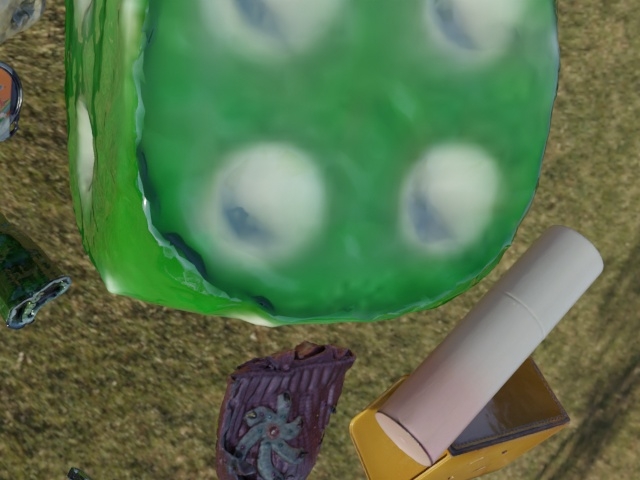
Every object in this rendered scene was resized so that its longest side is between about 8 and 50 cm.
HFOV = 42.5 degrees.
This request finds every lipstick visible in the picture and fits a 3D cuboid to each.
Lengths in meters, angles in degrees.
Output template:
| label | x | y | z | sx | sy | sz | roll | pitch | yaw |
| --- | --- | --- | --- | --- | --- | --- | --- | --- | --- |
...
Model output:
| label | x | y | z | sx | sy | sz | roll | pitch | yaw |
| --- | --- | --- | --- | --- | --- | --- | --- | --- | --- |
| lipstick | 0.204 | 0.118 | 0.974 | 0.327 | 0.087 | 0.087 | -43 | 129 | -19 |

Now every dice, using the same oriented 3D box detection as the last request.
| label | x | y | z | sx | sy | sz | roll | pitch | yaw |
| --- | --- | --- | --- | --- | --- | --- | --- | --- | --- |
| dice | -0.023 | -0.119 | 0.592 | 0.297 | 0.287 | 0.300 | -1 | 107 | -21 |

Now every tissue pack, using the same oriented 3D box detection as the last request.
| label | x | y | z | sx | sy | sz | roll | pitch | yaw |
| --- | --- | --- | --- | --- | --- | --- | --- | --- | --- |
| tissue pack | 0.215 | 0.285 | 1.279 | 0.274 | 0.145 | 0.194 | -3 | 148 | -39 |

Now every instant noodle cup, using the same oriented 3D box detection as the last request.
| label | x | y | z | sx | sy | sz | roll | pitch | yaw |
| --- | --- | --- | --- | --- | --- | --- | --- | --- | --- |
| instant noodle cup | -0.638 | -0.268 | 1.458 | 0.177 | 0.125 | 0.208 | -42 | 152 | -19 |

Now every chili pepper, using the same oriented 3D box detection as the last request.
| label | x | y | z | sx | sy | sz | roll | pitch | yaw |
| --- | --- | --- | --- | --- | --- | --- | --- | --- | --- |
| chili pepper | -0.609 | 0.035 | 1.579 | 0.136 | 0.270 | 0.099 | -49 | 153 | 1 |

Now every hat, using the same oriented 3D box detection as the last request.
| label | x | y | z | sx | sy | sz | roll | pitch | yaw |
| --- | --- | --- | --- | --- | --- | --- | --- | --- | --- |
| hat | -0.059 | 0.284 | 1.150 | 0.236 | 0.107 | 0.286 | -1 | 114 | -43 |

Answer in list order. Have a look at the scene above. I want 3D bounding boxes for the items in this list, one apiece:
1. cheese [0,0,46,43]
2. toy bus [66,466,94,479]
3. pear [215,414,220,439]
| label | x | y | z | sx | sy | sz | roll | pitch | yaw |
| --- | --- | --- | --- | --- | --- | --- | --- | --- | --- |
| cheese | -0.578 | -0.363 | 1.214 | 0.247 | 0.174 | 0.251 | 28 | 62 | -2 |
| toy bus | -0.545 | 0.551 | 1.886 | 0.037 | 0.083 | 0.031 | 35 | 81 | -54 |
| pear | -0.109 | 0.356 | 1.608 | 0.216 | 0.166 | 0.180 | -31 | 141 | -73 |
